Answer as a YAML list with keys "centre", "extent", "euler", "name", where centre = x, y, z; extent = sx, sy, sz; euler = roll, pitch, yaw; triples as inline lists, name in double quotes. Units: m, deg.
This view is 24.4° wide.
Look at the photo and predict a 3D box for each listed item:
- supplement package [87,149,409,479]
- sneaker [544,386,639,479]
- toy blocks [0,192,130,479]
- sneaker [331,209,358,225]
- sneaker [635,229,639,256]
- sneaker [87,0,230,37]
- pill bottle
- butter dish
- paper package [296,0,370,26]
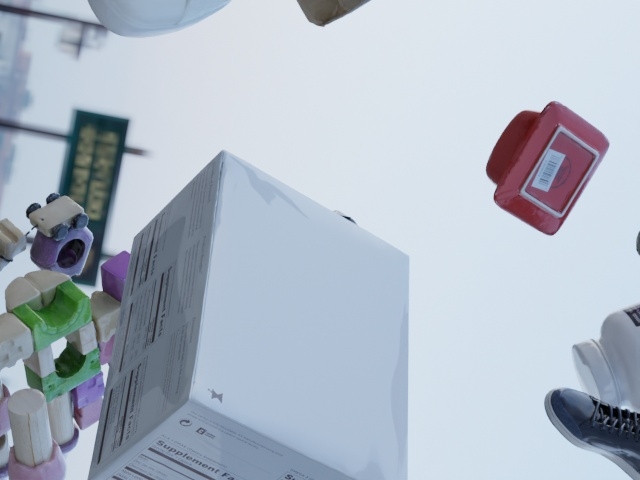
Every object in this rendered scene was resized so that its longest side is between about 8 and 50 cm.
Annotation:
- centre: [-0.048, 0.098, 1.199]
  extent: [0.145, 0.204, 0.262]
  euler: [-41, -149, 37]
  name: "supplement package"
- centre: [0.436, 0.245, 2.035]
  extent: [0.163, 0.226, 0.086]
  euler: [-49, -167, 49]
  name: "sneaker"
- centre: [-0.318, 0.163, 1.783]
  extent: [0.309, 0.288, 0.260]
  euler: [35, -39, 33]
  name: "toy blocks"
- centre: [0.000, 0.000, 2.026]
  extent: [0.078, 0.234, 0.106]
  euler: [-12, -117, 31]
  name: "sneaker"
- centre: [0.481, -0.064, 1.461]
  extent: [0.410, 0.182, 0.158]
  euler: [-47, -143, 25]
  name: "sneaker"
- centre: [-0.052, -0.255, 1.122]
  extent: [0.290, 0.106, 0.123]
  euler: [-38, -171, -30]
  name: "sneaker"
- centre: [0.572, 0.170, 2.350]
  extent: [0.181, 0.323, 0.181]
  euler: [161, -90, -86]
  name: "pill bottle"
- centre: [0.286, -0.111, 2.006]
  extent: [0.118, 0.160, 0.160]
  euler: [35, -84, 46]
  name: "butter dish"
- centre: [-0.024, -0.489, 1.887]
  extent: [0.325, 0.168, 0.309]
  euler: [59, 10, -28]
  name: "paper package"
